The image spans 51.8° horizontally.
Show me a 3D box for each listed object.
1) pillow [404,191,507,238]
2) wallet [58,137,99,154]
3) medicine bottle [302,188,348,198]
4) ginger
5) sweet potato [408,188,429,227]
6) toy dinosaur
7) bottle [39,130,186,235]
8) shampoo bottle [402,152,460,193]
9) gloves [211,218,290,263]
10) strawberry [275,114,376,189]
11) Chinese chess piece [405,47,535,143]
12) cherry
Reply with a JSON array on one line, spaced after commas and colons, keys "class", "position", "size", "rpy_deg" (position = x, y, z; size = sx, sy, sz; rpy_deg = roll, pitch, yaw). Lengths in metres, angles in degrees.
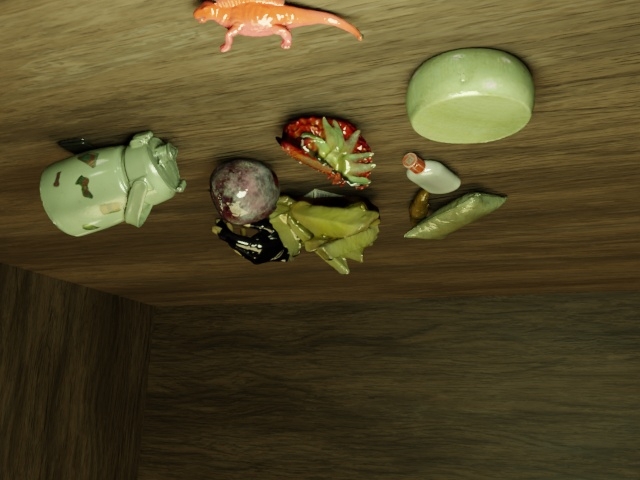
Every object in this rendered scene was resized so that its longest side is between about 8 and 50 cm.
[{"class": "pillow", "position": [0.416, -0.073, 2.024], "size": [0.185, 0.074, 0.302], "rpy_deg": [-1, 158, -41]}, {"class": "wallet", "position": [-0.617, -0.233, 1.760], "size": [0.082, 0.018, 0.157], "rpy_deg": [-7, 163, 21]}, {"class": "medicine bottle", "position": [0.002, -0.101, 2.103], "size": [0.171, 0.052, 0.201], "rpy_deg": [12, 160, -28]}, {"class": "ginger", "position": [0.000, 0.000, 2.005], "size": [0.359, 0.211, 0.413], "rpy_deg": [6, 162, -7]}, {"class": "sweet potato", "position": [0.307, -0.100, 2.041], "size": [0.067, 0.067, 0.274], "rpy_deg": [2, 161, 1]}, {"class": "toy dinosaur", "position": [-0.071, -0.389, 1.081], "size": [0.286, 0.070, 0.139], "rpy_deg": [0, 143, 3]}, {"class": "bottle", "position": [-0.509, -0.145, 1.700], "size": [0.352, 0.229, 0.229], "rpy_deg": [-16, 160, 14]}, {"class": "shampoo bottle", "position": [0.289, -0.179, 1.768], "size": [0.108, 0.051, 0.221], "rpy_deg": [-5, 164, 34]}, {"class": "gloves", "position": [-0.237, -0.010, 2.335], "size": [0.301, 0.152, 0.197], "rpy_deg": [19, 134, -10]}, {"class": "strawberry", "position": [0.010, -0.227, 1.559], "size": [0.234, 0.137, 0.306], "rpy_deg": [28, -177, -18]}, {"class": "Chinese chess piece", "position": [0.295, -0.280, 1.306], "size": [0.251, 0.101, 0.250], "rpy_deg": [2, 165, 1]}, {"class": "cherry", "position": [-0.204, -0.136, 1.778], "size": [0.195, 0.195, 0.195], "rpy_deg": [2, 165, 1]}]
